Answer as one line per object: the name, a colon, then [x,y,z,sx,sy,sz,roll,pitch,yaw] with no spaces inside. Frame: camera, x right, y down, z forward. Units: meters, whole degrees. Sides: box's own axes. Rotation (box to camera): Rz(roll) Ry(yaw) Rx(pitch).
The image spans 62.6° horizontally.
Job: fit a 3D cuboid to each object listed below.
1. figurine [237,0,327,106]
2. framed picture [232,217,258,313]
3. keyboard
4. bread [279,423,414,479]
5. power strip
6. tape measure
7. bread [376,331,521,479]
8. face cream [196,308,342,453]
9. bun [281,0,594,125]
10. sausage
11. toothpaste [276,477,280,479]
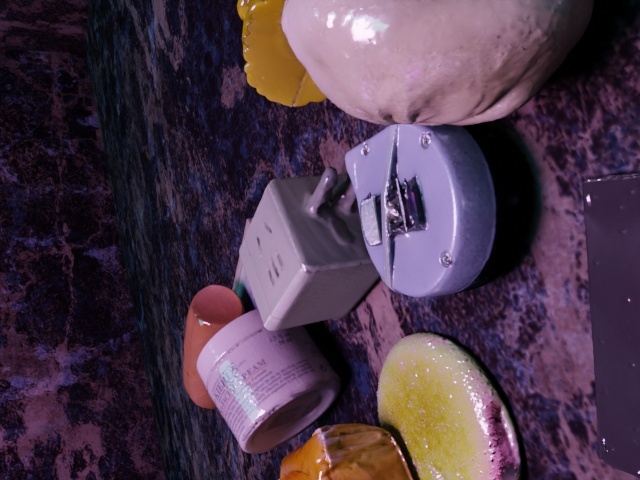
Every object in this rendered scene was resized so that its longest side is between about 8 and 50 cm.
figurine: [-0.035,-0.357,0.673,0.187,0.168,0.315,79,180,-62]
framed picture: [-0.125,0.160,1.053,0.247,0.022,0.334,58,143,37]
keyboard: [0.235,0.065,0.392,0.072,0.023,0.230,-178,82,-68]
bread: [0.024,0.336,0.703,0.288,0.120,0.152,117,138,-59]
power strip: [0.000,0.000,0.671,0.224,0.139,0.140,-57,48,50]
tape measure: [0.105,-0.035,0.515,0.181,0.107,0.181,143,118,-65]
bread: [0.131,0.218,0.600,0.229,0.034,0.228,21,115,57]
face cream: [-0.076,0.211,0.802,0.153,0.178,0.177,49,138,32]
bun: [0.089,-0.161,0.422,0.231,0.231,0.133,42,149,49]
sausage: [-0.225,0.235,1.105,0.121,0.121,0.304,54,143,40]
toothpaste: [-0.026,0.520,0.947,0.193,0.045,0.071,42,140,41]
